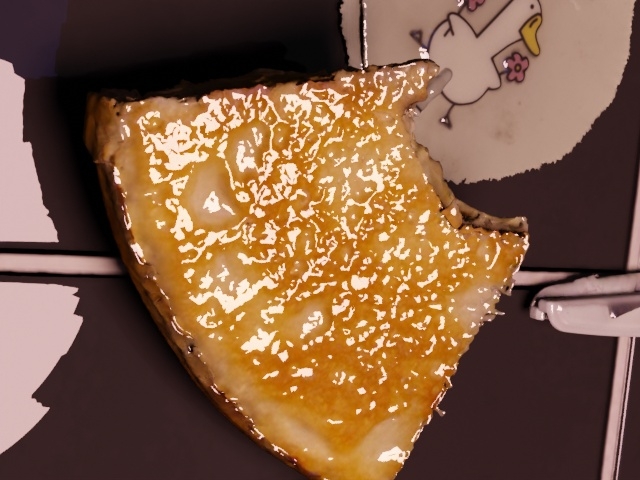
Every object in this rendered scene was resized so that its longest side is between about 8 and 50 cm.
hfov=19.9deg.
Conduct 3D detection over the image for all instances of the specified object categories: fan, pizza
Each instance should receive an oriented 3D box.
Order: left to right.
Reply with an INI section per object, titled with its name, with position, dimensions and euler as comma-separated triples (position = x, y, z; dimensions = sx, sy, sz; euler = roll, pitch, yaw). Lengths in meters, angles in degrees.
[pizza]
position = 0.000, 0.000, 1.096
dimensions = 0.223, 0.089, 0.323
euler = -37, 117, -8
[fan]
position = 0.062, -0.089, 1.166
dimensions = 0.414, 0.012, 0.233
euler = -48, 117, -13

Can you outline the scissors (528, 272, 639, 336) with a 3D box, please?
[scissors]
position = 0.247, 0.046, 1.280
dimensions = 0.242, 0.030, 0.118
euler = -2, 100, -32
